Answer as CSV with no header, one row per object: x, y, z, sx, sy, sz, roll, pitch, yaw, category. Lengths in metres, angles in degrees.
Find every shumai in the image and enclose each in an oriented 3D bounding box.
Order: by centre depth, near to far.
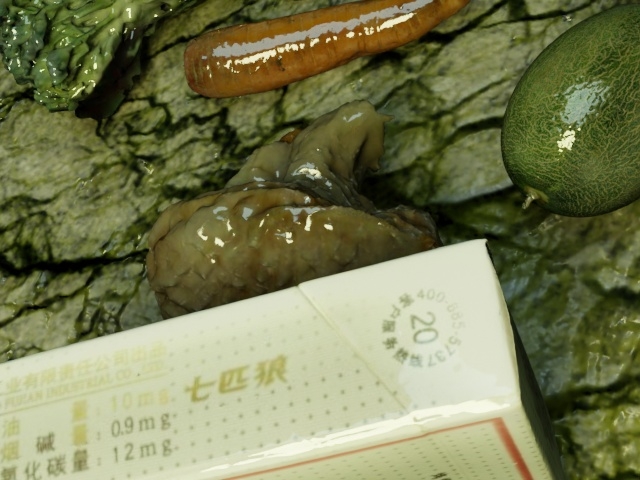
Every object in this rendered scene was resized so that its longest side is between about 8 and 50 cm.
0.000,0.000,0.693,0.206,0.166,0.175,11,39,12,shumai

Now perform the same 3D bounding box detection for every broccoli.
-0.145,-0.240,0.863,0.304,0.145,0.165,-36,57,-4,broccoli

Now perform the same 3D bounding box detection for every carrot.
0.006,-0.162,0.817,0.248,0.059,0.059,-13,59,10,carrot

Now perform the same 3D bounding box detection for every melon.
0.183,-0.082,0.675,0.114,0.114,0.167,35,79,32,melon

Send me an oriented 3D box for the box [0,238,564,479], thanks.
-0.039,0.121,0.584,0.330,0.210,0.095,-14,60,13,box
